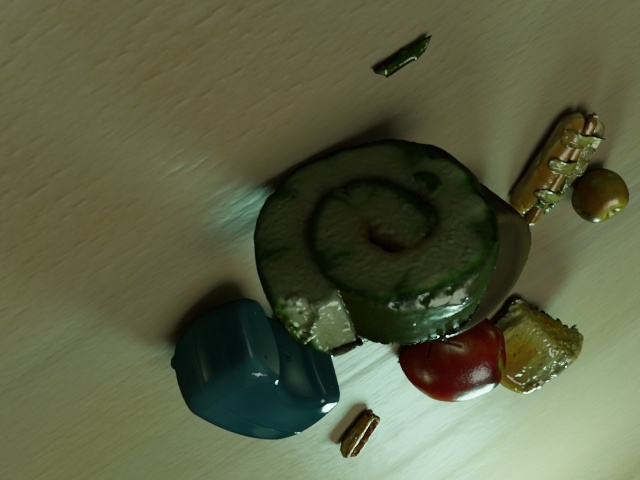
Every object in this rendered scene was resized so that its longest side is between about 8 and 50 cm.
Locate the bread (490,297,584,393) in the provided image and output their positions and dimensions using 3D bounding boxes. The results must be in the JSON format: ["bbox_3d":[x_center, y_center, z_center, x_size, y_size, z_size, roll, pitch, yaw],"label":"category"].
[{"bbox_3d":[0.484,0.266,2.236,0.262,0.162,0.204,22,127,-33],"label":"bread"}]

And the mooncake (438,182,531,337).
[{"bbox_3d":[0.245,0.029,1.791,0.284,0.155,0.284,-22,133,-25],"label":"mooncake"}]

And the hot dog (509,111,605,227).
[{"bbox_3d":[0.456,-0.137,1.856,0.109,0.072,0.269,3,127,-37],"label":"hot dog"}]

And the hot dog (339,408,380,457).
[{"bbox_3d":[0.090,0.446,2.214,0.062,0.038,0.144,6,124,-38],"label":"hot dog"}]

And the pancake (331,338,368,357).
[{"bbox_3d":[0.045,0.147,1.863,0.254,0.037,0.253,-23,140,-21],"label":"pancake"}]

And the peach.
[{"bbox_3d":[0.284,0.247,2.084,0.190,0.226,0.196,-29,118,-66],"label":"peach"}]

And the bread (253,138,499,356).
[{"bbox_3d":[0.080,0.013,1.474,0.382,0.366,0.129,-48,148,-21],"label":"bread"}]

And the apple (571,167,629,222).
[{"bbox_3d":[0.574,-0.090,1.970,0.114,0.102,0.099,-41,144,7],"label":"apple"}]

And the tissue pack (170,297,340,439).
[{"bbox_3d":[-0.121,0.240,1.698,0.206,0.198,0.287,-34,143,22],"label":"tissue pack"}]

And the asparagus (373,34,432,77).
[{"bbox_3d":[0.131,-0.284,1.485,0.108,0.025,0.021,-33,133,-4],"label":"asparagus"}]
